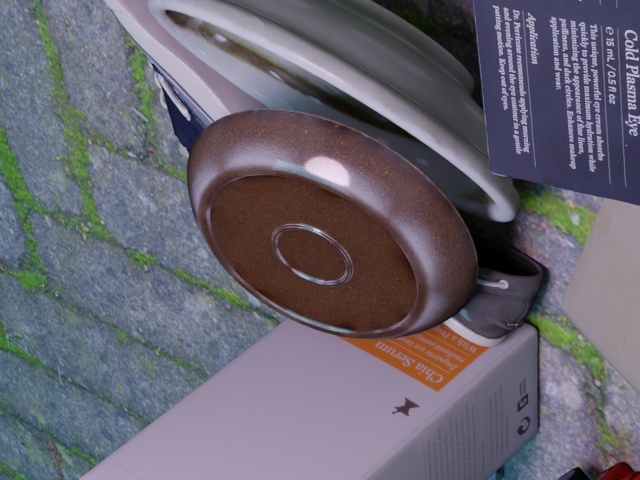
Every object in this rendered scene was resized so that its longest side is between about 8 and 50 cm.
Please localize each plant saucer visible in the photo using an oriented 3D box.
[{"bbox_3d":[0.030,-0.157,1.737,0.400,0.100,0.400,30,177,2],"label":"plant saucer"},{"bbox_3d":[0.000,0.000,1.796,0.311,0.050,0.310,20,145,15],"label":"plant saucer"}]

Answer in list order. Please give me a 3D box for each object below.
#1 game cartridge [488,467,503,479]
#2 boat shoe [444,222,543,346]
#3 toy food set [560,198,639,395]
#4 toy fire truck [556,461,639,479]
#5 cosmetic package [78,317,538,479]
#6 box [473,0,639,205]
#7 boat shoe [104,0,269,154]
[{"bbox_3d":[0.179,0.231,2.085,0.056,0.017,0.083,22,136,33],"label":"game cartridge"},{"bbox_3d":[0.075,-0.022,1.865,0.335,0.112,0.095,33,125,-2],"label":"boat shoe"},{"bbox_3d":[0.346,0.047,1.662,0.220,0.092,0.306,49,147,27],"label":"toy food set"},{"bbox_3d":[0.313,0.297,1.820,0.158,0.217,0.246,52,132,3],"label":"toy fire truck"},{"bbox_3d":[0.000,0.219,1.892,0.230,0.453,0.161,26,139,33],"label":"cosmetic package"},{"bbox_3d":[0.287,-0.199,1.363,0.312,0.179,0.343,16,133,30],"label":"box"},{"bbox_3d":[-0.152,-0.199,1.991,0.340,0.127,0.158,53,151,1],"label":"boat shoe"}]
